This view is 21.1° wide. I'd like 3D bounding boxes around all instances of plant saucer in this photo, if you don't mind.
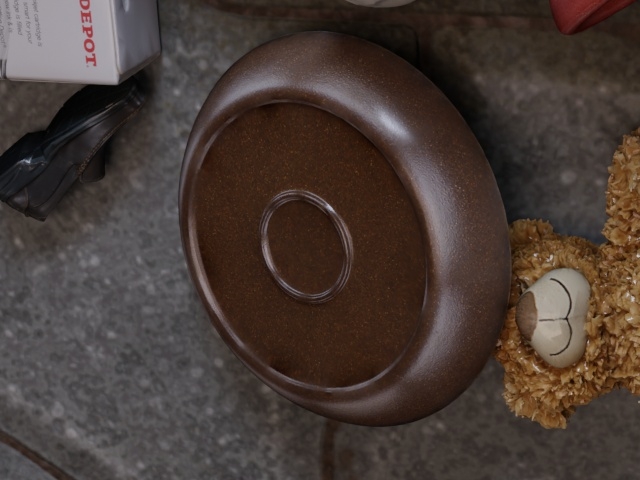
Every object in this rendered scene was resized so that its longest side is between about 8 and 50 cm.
[{"bbox_3d":[0.000,0.000,1.291,0.310,0.050,0.310,13,112,34],"label":"plant saucer"}]

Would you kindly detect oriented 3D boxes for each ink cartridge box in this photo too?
[{"bbox_3d":[-0.234,-0.205,1.329,0.203,0.086,0.148,5,113,19],"label":"ink cartridge box"}]

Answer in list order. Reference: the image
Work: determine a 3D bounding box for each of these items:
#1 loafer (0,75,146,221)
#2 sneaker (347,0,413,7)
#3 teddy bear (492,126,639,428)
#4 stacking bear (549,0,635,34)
[{"bbox_3d":[-0.196,-0.075,1.390,0.170,0.062,0.061,-31,119,32],"label":"loafer"},{"bbox_3d":[0.050,-0.196,1.110,0.106,0.290,0.123,-44,72,1],"label":"sneaker"},{"bbox_3d":[0.270,0.045,1.218,0.338,0.113,0.245,10,112,17],"label":"teddy bear"},{"bbox_3d":[0.147,-0.295,1.112,0.164,0.175,0.289,-34,86,22],"label":"stacking bear"}]
